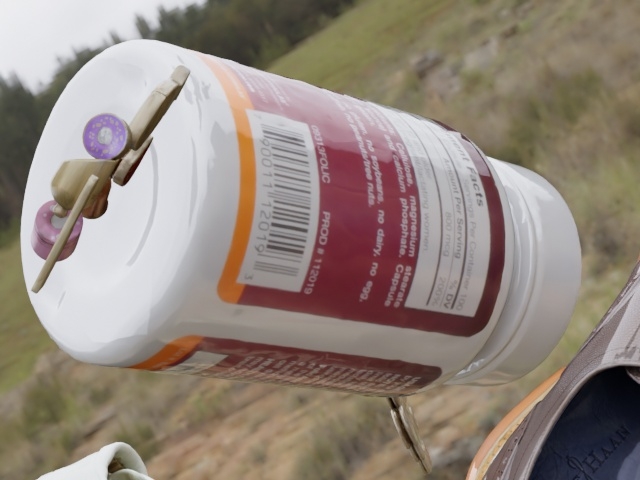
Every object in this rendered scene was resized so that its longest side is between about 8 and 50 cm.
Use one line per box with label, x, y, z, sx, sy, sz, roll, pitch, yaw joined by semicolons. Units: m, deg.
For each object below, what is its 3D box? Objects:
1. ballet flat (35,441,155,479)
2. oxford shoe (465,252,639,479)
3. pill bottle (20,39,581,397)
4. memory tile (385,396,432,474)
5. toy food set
ballet flat;-0.128;0.291;1.174;0.139;0.139;0.400;-28;37;-16
oxford shoe;0.218;0.055;0.787;0.363;0.130;0.133;-54;-3;4
pill bottle;0.000;0.000;1.073;0.392;0.224;0.224;12;-26;-41
memory tile;0.065;0.132;1.291;0.012;0.148;0.113;-23;-32;5
toy food set;-0.093;-0.028;0.597;0.078;0.019;0.122;-58;3;25
